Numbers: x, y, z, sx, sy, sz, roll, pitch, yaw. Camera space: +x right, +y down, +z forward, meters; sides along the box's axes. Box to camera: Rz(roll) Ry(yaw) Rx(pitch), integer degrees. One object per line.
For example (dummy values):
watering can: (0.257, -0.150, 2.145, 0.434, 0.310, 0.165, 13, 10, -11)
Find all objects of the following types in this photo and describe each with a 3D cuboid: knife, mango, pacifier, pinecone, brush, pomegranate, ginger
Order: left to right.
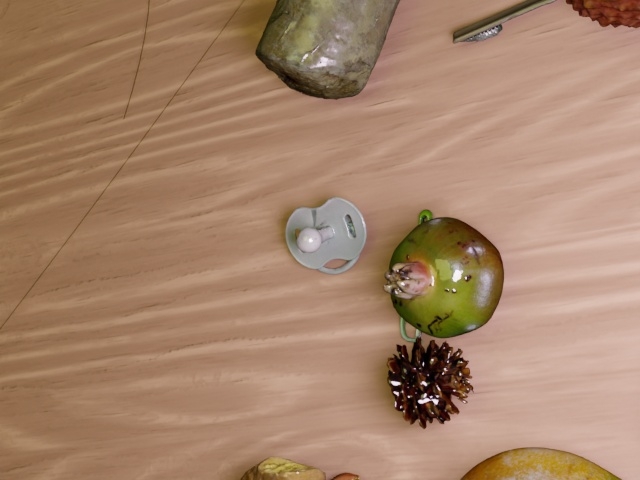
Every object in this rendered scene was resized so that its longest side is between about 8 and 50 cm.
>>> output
ginger: (-0.062, 0.470, 1.844, 0.218, 0.123, 0.270, -7, 81, 51)
pacifier: (0.000, 0.000, 1.933, 0.150, 0.116, 0.127, -8, 99, 27)
knife: (0.150, 0.055, 1.880, 0.054, 0.015, 0.212, -1, 78, 41)
pinecone: (0.162, 0.205, 1.759, 0.120, 0.140, 0.140, -17, 68, 13)
pomegranate: (0.167, 0.055, 1.751, 0.180, 0.209, 0.180, -2, 87, 45)
brush: (0.298, -0.347, 1.880, 0.190, 0.028, 0.034, -22, 30, 22)
mango: (0.330, 0.380, 1.607, 0.316, 0.146, 0.193, 5, 81, 20)

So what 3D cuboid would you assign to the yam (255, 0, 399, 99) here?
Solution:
yam: (0.028, -0.386, 1.970, 0.195, 0.195, 0.300, 24, 90, 35)

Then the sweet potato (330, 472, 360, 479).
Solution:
sweet potato: (0.026, 0.385, 1.862, 0.095, 0.034, 0.034, -35, 61, 23)

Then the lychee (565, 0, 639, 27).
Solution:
lychee: (0.443, -0.437, 1.666, 0.304, 0.275, 0.276, -10, 71, 53)
